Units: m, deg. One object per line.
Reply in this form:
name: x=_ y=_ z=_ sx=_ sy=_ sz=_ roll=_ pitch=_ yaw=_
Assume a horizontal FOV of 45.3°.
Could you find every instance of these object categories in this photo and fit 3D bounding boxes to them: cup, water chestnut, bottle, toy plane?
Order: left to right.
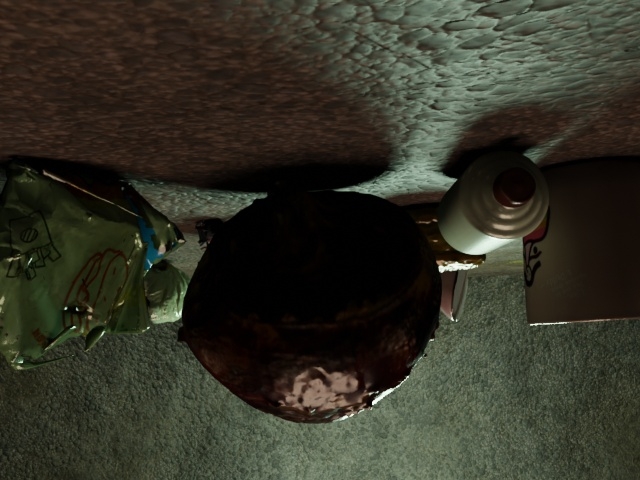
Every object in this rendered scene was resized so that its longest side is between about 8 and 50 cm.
toy plane: x=-0.184 y=-0.012 z=1.305 sx=0.060 sy=0.037 sz=0.145 roll=-11 pitch=173 yaw=-26
water chestnut: x=-0.016 y=0.053 z=0.969 sx=0.350 sy=0.302 sz=0.350 roll=-4 pitch=-147 yaw=3
bottle: x=0.207 y=-0.045 z=0.919 sx=0.104 sy=0.104 sz=0.245 roll=-3 pitch=173 yaw=0
cup: x=0.358 y=0.010 z=1.038 sx=0.191 sy=0.201 sz=0.253 roll=-3 pitch=172 yaw=-6

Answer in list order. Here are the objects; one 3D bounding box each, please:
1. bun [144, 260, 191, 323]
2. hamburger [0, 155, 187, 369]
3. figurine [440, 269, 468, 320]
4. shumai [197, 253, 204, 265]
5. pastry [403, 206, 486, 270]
bun: x=-0.413 y=0.115 z=1.887 sx=0.212 sy=0.127 sz=0.204 roll=3 pitch=-161 yaw=-4
hamburger: x=-0.303 y=0.050 z=0.864 sx=0.276 sy=0.150 sz=0.260 roll=-40 pitch=150 yaw=5
figurine: x=0.148 y=0.118 z=1.658 sx=0.315 sy=0.285 sz=0.206 roll=6 pitch=176 yaw=24
shumai: x=-0.120 y=0.085 z=1.508 sx=0.218 sy=0.184 sz=0.185 roll=-16 pitch=174 yaw=-9
pastry: x=0.186 y=0.001 z=1.302 sx=0.188 sy=0.103 sz=0.189 roll=-3 pitch=174 yaw=0
